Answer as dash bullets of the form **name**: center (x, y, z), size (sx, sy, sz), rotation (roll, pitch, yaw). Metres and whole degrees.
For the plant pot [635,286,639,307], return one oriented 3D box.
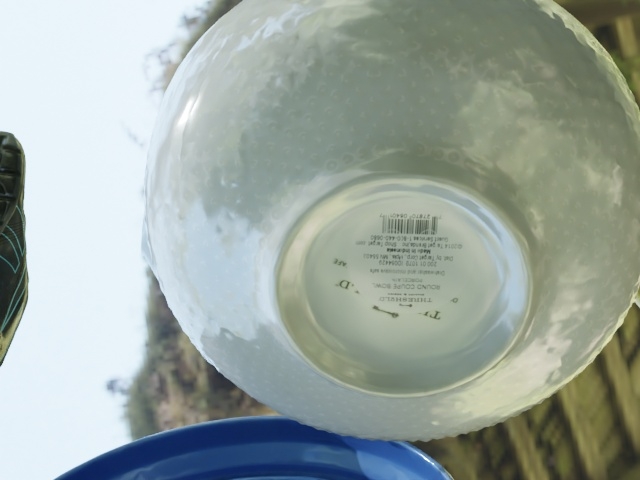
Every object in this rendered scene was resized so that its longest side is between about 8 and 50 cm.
- **plant pot**: center (0.408, -0.004, 1.554), size (0.187, 0.212, 0.212), rotation (65, -170, 9)

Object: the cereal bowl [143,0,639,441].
- **cereal bowl**: center (0.049, -0.002, 0.899), size (0.141, 0.338, 0.339), rotation (-85, -25, -60)

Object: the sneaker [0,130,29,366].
- **sneaker**: center (-0.354, 0.019, 1.470), size (0.106, 0.101, 0.267), rotation (45, -127, -69)

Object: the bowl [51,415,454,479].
- **bowl**: center (-0.077, 0.262, 1.050), size (0.391, 0.391, 0.077), rotation (-54, -42, -60)

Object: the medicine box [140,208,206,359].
- **medicine box**: center (0.000, 0.000, 1.351), size (0.263, 0.289, 0.149), rotation (-134, 50, -61)
